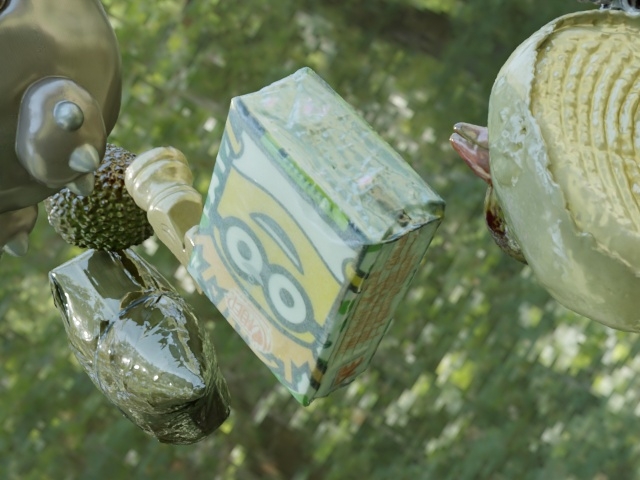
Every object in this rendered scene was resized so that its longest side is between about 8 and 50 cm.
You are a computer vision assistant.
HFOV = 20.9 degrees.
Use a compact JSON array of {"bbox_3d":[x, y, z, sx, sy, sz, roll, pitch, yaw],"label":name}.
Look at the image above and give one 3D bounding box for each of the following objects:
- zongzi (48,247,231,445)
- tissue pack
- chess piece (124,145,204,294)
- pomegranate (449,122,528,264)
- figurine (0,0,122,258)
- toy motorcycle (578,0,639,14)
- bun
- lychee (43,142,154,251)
[{"bbox_3d":[-0.195,0.214,2.452,0.174,0.393,0.356,-40,-47,-11],"label":"zongzi"},{"bbox_3d":[-0.014,0.001,1.854,0.128,0.228,0.311,-28,-25,-33],"label":"tissue pack"},{"bbox_3d":[-0.182,-0.025,2.268,0.090,0.200,0.090,-20,-37,-15],"label":"chess piece"},{"bbox_3d":[0.279,-0.082,2.284,0.214,0.248,0.214,-63,4,7],"label":"pomegranate"},{"bbox_3d":[-0.290,-0.177,1.357,0.203,0.380,0.248,-21,-10,-42],"label":"figurine"},{"bbox_3d":[0.439,-0.283,2.094,0.207,0.401,0.134,-4,-56,-33],"label":"toy motorcycle"},{"bbox_3d":[0.318,-0.055,1.825,0.364,0.364,0.202,-46,-1,-41],"label":"bun"},{"bbox_3d":[-0.297,-0.056,2.410,0.171,0.171,0.171,-53,-15,-20],"label":"lychee"}]
